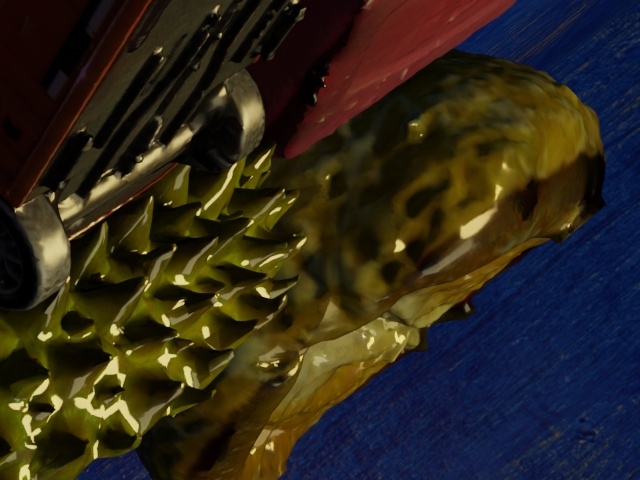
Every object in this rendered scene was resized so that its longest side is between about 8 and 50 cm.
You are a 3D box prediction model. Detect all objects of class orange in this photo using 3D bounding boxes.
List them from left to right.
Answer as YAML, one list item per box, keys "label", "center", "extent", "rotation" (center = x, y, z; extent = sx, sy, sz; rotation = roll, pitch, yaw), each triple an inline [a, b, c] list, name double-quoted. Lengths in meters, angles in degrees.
- label: "orange"
  center: [0.000, 0.000, 1.237]
  extent: [0.369, 0.210, 0.271]
  rotation: [-39, 174, 16]

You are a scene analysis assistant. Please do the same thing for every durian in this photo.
- label: "durian"
  center: [-0.122, 0.009, 0.713]
  extent: [0.169, 0.158, 0.352]
  rotation: [-28, -172, 37]

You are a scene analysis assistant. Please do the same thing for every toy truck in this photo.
- label: "toy truck"
  center: [-0.050, -0.087, 0.526]
  extent: [0.107, 0.114, 0.252]
  rotation: [-38, 174, -40]

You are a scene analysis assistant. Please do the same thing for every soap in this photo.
- label: "soap"
  center: [0.057, -0.161, 0.844]
  extent: [0.250, 0.099, 0.162]
  rotation: [-37, 168, -27]
